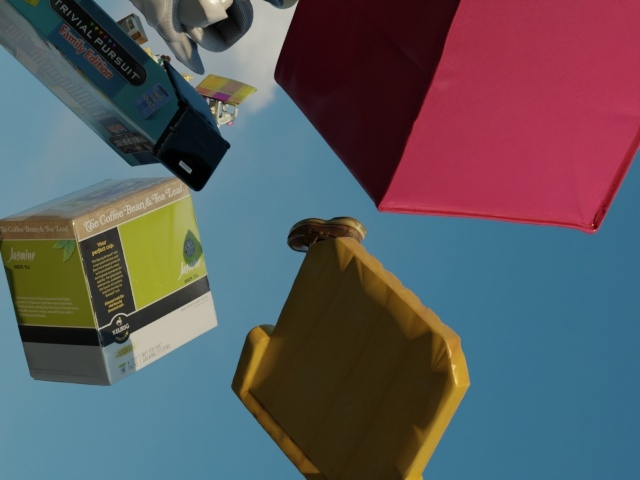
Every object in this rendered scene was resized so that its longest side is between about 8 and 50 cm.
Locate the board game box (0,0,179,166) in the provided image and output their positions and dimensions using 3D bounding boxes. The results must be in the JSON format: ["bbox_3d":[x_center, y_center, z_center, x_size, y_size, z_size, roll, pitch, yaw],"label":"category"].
[{"bbox_3d":[-0.316,-0.241,1.581,0.079,0.336,0.254,-50,-161,-13],"label":"board game box"}]

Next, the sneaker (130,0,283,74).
[{"bbox_3d":[-0.152,-0.276,1.268,0.137,0.210,0.366,-41,178,0],"label":"sneaker"}]

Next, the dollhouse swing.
[{"bbox_3d":[0.102,0.199,1.613,0.347,0.315,0.305,44,-72,36],"label":"dollhouse swing"}]

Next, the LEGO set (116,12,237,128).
[{"bbox_3d":[-0.225,-0.252,1.936,0.287,0.107,0.132,40,-59,34],"label":"LEGO set"}]

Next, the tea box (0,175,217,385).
[{"bbox_3d":[-0.404,0.067,2.309,0.220,0.329,0.324,0,-74,34],"label":"tea box"}]

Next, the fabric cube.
[{"bbox_3d":[0.145,-0.184,1.117,0.258,0.254,0.259,55,-49,48],"label":"fabric cube"}]

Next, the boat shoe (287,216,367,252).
[{"bbox_3d":[0.000,0.000,2.075,0.178,0.064,0.060,-6,-135,47],"label":"boat shoe"}]

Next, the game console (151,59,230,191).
[{"bbox_3d":[-0.164,-0.133,1.421,0.071,0.122,0.107,29,-97,28],"label":"game console"}]

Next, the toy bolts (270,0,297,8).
[{"bbox_3d":[0.001,-0.399,1.971,0.228,0.218,0.158,43,-58,9],"label":"toy bolts"}]

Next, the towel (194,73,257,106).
[{"bbox_3d":[-0.139,-0.216,1.726,0.083,0.060,0.009,17,-51,19],"label":"towel"}]
